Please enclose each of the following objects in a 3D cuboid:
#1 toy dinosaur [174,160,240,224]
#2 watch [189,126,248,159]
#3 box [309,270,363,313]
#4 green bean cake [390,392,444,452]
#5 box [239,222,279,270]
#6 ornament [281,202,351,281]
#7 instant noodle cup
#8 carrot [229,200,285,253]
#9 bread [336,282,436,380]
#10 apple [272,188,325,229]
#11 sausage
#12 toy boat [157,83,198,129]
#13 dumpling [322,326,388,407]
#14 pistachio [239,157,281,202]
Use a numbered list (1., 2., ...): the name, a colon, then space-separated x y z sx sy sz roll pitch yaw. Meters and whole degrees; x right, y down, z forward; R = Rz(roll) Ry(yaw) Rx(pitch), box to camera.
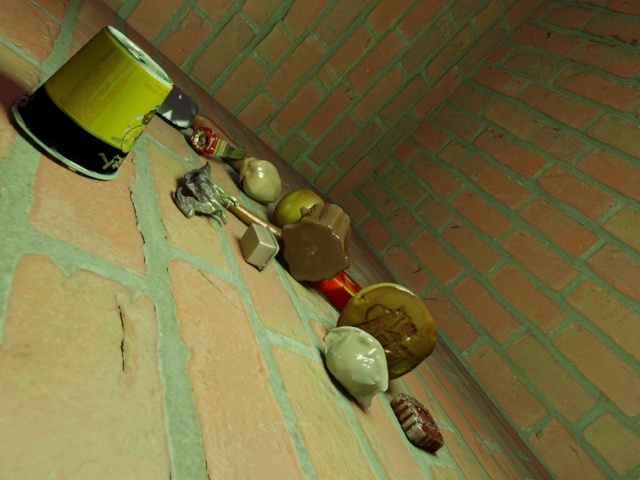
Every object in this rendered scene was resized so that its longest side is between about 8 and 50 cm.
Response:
1. toy dinosaur: -0.306 -0.125 1.129 0.162 0.077 0.294 41 12 -24
2. watch: -0.399 -0.371 1.607 0.164 0.102 0.268 25 9 5
3. box: 0.097 0.198 1.468 0.313 0.089 0.197 43 12 -11
4. green bean cake: 0.262 0.484 1.098 0.135 0.056 0.136 38 13 -33
5. box: -0.171 0.013 1.120 0.062 0.089 0.122 24 21 -36
6. ornament: 0.000 0.000 1.328 0.235 0.221 0.218 26 28 2
7. instant noodle cup: -0.422 -0.272 0.798 0.215 0.236 0.215 44 8 -8
8. carrot: -0.188 -0.039 1.338 0.335 0.069 0.069 35 14 -24
9. bread: 0.178 0.246 1.137 0.270 0.270 0.148 45 9 -3
10. apple: -0.064 -0.086 1.583 0.237 0.207 0.237 46 9 -10
11. sausage: -0.394 -0.389 1.770 0.419 0.094 0.094 44 54 -8
12. toy boat: -0.598 -0.524 1.489 0.298 0.134 0.092 36 -23 -35
13. dumpling: 0.089 0.287 0.972 0.199 0.136 0.118 60 8 19
14. pistachio: -0.238 -0.237 1.639 0.157 0.157 0.229 51 -1 28
